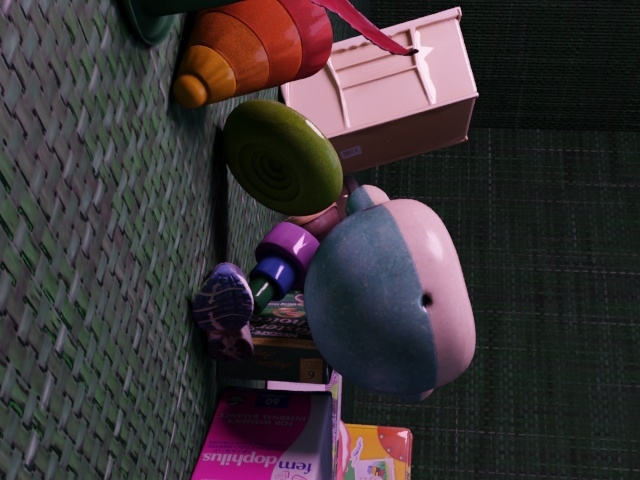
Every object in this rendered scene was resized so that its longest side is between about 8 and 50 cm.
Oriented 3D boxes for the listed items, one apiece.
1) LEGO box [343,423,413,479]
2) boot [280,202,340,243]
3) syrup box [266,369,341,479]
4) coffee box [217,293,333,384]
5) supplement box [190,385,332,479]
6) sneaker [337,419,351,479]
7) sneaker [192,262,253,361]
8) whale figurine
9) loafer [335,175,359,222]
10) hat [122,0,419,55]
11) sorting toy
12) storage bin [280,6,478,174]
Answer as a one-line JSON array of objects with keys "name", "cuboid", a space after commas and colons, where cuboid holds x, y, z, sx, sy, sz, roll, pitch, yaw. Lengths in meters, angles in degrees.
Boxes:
[{"name": "LEGO box", "cuboid": [0.061, 0.620, 1.710, 0.372, 0.193, 0.500, 79, 15, -67]}, {"name": "boot", "cuboid": [0.026, 0.060, 1.279, 0.207, 0.090, 0.248, 60, -8, 10]}, {"name": "syrup box", "cuboid": [-0.023, 0.253, 1.237, 0.093, 0.096, 0.236, 51, 41, -82]}, {"name": "coffee box", "cuboid": [-0.035, 0.098, 0.983, 0.184, 0.113, 0.040, -58, 151, -75]}, {"name": "supplement box", "cuboid": [-0.054, 0.239, 0.858, 0.220, 0.111, 0.114, -76, 167, -64]}, {"name": "sneaker", "cuboid": [-0.018, 0.396, 1.417, 0.136, 0.116, 0.313, 63, 21, -58]}, {"name": "sneaker", "cuboid": [-0.086, 0.054, 0.828, 0.135, 0.052, 0.058, 97, -10, -54]}, {"name": "whale figurine", "cuboid": [0.046, 0.057, 0.905, 0.272, 0.141, 0.216, -178, -107, -79]}, {"name": "loafer", "cuboid": [0.000, 0.000, 1.506, 0.094, 0.087, 0.251, -117, -152, -43]}, {"name": "hat", "cuboid": [-0.025, -0.204, 0.605, 0.173, 0.184, 0.208, 28, 64, -84]}, {"name": "sorting toy", "cuboid": [-0.064, -0.059, 0.821, 0.126, 0.127, 0.365, -51, 151, -35]}, {"name": "storage bin", "cuboid": [0.081, -0.194, 1.333, 0.262, 0.260, 0.123, 51, 24, -82]}]
